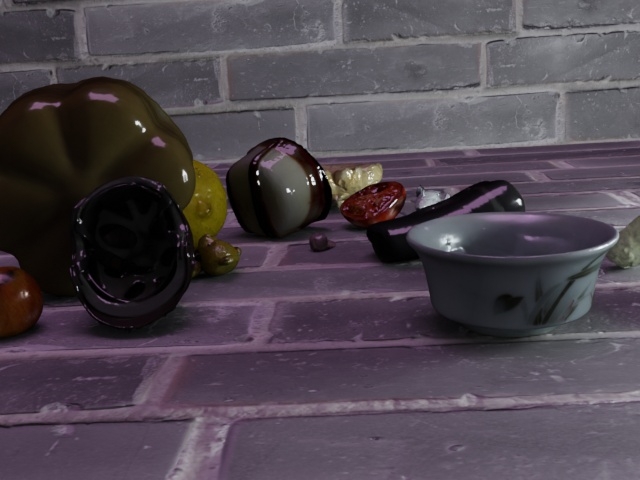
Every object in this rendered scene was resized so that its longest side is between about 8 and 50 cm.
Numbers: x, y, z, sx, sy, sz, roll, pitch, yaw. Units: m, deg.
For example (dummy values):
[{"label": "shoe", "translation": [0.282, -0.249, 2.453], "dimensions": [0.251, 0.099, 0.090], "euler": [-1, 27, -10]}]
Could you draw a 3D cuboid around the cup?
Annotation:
[{"label": "cup", "translation": [0.322, 0.061, 1.350], "dimensions": [0.347, 0.163, 0.347], "euler": [-4, 12, 1]}]

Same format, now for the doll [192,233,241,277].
[{"label": "doll", "translation": [-0.282, 0.037, 1.780], "dimensions": [0.209, 0.097, 0.137], "euler": [-7, 16, 9]}]

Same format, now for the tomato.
[{"label": "tomato", "translation": [0.148, -0.087, 2.176], "dimensions": [0.166, 0.082, 0.174], "euler": [-46, 34, -22]}]

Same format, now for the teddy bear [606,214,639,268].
[{"label": "teddy bear", "translation": [0.771, 0.039, 1.465], "dimensions": [0.327, 0.375, 0.362], "euler": [-10, 56, -26]}]

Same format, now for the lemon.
[{"label": "lemon", "translation": [-0.360, -0.092, 2.009], "dimensions": [0.267, 0.268, 0.267], "euler": [-3, 13, 1]}]

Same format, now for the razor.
[{"label": "razor", "translation": [0.283, -0.039, 1.827], "dimensions": [0.348, 0.114, 0.204], "euler": [-21, 9, -8]}]

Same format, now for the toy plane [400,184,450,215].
[{"label": "toy plane", "translation": [0.325, -0.100, 2.184], "dimensions": [0.182, 0.107, 0.273], "euler": [16, 18, 42]}]

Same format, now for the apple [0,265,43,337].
[{"label": "apple", "translation": [-0.586, 0.109, 1.464], "dimensions": [0.146, 0.147, 0.146], "euler": [-3, 13, 1]}]

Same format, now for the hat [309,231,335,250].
[{"label": "hat", "translation": [0.001, -0.002, 1.974], "dimensions": [0.058, 0.042, 0.087], "euler": [4, 15, 27]}]

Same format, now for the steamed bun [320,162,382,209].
[{"label": "steamed bun", "translation": [0.066, -0.174, 2.510], "dimensions": [0.292, 0.137, 0.295], "euler": [-13, 10, -31]}]

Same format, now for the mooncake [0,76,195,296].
[{"label": "mooncake", "translation": [-0.499, -0.119, 1.713], "dimensions": [0.466, 0.467, 0.262], "euler": [-5, 15, -6]}]

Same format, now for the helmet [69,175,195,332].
[{"label": "helmet", "translation": [-0.346, 0.039, 1.518], "dimensions": [0.224, 0.306, 0.177], "euler": [-9, -16, 0]}]

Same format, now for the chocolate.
[{"label": "chocolate", "translation": [-0.133, -0.121, 2.138], "dimensions": [0.283, 0.284, 0.186], "euler": [7, 38, 37]}]
